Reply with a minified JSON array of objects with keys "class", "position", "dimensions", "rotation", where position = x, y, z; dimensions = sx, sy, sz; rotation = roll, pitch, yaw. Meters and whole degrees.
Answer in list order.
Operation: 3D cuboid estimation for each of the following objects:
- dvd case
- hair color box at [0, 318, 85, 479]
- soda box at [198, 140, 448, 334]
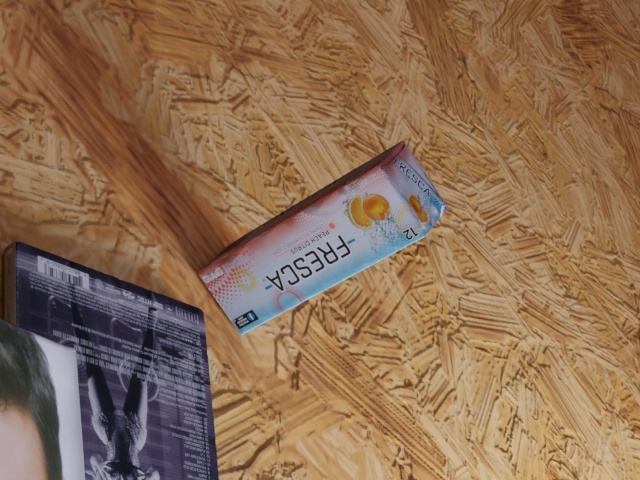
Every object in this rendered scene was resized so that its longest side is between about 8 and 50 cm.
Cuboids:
[{"class":"dvd case","position":[-0.130,0.121,0.754],"dimensions":[0.165,0.018,0.221],"rotation":[25,45,-43]},{"class":"hair color box","position":[-0.189,0.204,0.487],"dimensions":[0.185,0.114,0.374],"rotation":[35,37,-53]},{"class":"soda box","position":[0.000,0.000,0.873],"dimensions":[0.063,0.183,0.058],"rotation":[56,32,-8]}]
